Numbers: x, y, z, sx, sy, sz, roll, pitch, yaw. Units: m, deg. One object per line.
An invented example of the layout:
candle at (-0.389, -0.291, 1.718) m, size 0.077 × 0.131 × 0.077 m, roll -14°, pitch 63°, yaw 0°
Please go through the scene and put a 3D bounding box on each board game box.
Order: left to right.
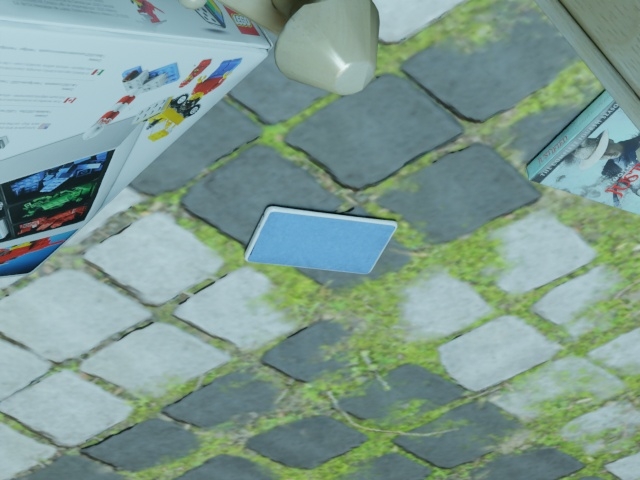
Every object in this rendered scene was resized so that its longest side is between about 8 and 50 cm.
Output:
board game box at (-0.171, -0.047, 0.629) m, size 0.193 × 0.053 × 0.305 m, roll -39°, pitch 165°, yaw 24°

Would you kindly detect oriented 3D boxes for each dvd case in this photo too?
dvd case at (0.192, -0.048, 0.869) m, size 0.119 × 0.013 × 0.087 m, roll 17°, pitch 138°, yaw -28°

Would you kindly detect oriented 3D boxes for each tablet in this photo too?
tablet at (0.000, 0.000, 0.907) m, size 0.083 × 0.006 × 0.054 m, roll 6°, pitch 142°, yaw -19°

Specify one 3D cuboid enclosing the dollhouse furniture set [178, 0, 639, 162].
dollhouse furniture set at (0.057, -0.162, 0.433) m, size 0.303 × 0.174 × 0.355 m, roll -42°, pitch 148°, yaw 17°
